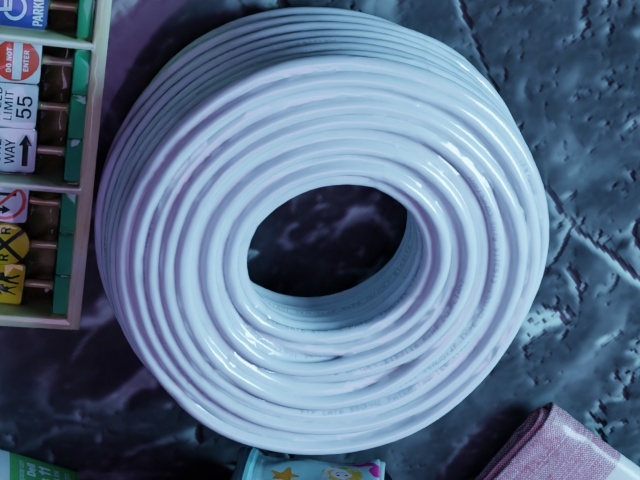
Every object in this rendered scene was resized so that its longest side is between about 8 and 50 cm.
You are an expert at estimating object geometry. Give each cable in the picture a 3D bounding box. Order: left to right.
[{"bbox_3d":[0.000,0.000,0.811,0.257,0.089,0.257,31,108,-24],"label":"cable"}]

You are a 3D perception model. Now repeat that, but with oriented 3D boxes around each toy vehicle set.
[{"bbox_3d":[-0.201,-0.078,0.763,0.166,0.035,0.266,3,117,-12],"label":"toy vehicle set"}]

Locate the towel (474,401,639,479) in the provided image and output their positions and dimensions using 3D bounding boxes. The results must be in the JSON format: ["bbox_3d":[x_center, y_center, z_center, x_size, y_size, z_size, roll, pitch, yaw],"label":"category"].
[{"bbox_3d":[0.210,0.284,0.990,0.329,0.037,0.237,35,108,-10],"label":"towel"}]

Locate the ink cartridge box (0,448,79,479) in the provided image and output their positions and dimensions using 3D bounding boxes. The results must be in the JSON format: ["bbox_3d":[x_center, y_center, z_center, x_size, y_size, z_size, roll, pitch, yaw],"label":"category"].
[{"bbox_3d":[-0.270,0.191,0.865,0.208,0.087,0.153,22,112,-21],"label":"ink cartridge box"}]

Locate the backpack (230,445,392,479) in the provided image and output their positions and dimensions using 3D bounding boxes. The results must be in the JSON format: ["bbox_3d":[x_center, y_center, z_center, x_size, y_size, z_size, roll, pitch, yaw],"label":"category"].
[{"bbox_3d":[-0.030,0.253,0.863,0.191,0.225,0.253,10,107,2],"label":"backpack"}]
